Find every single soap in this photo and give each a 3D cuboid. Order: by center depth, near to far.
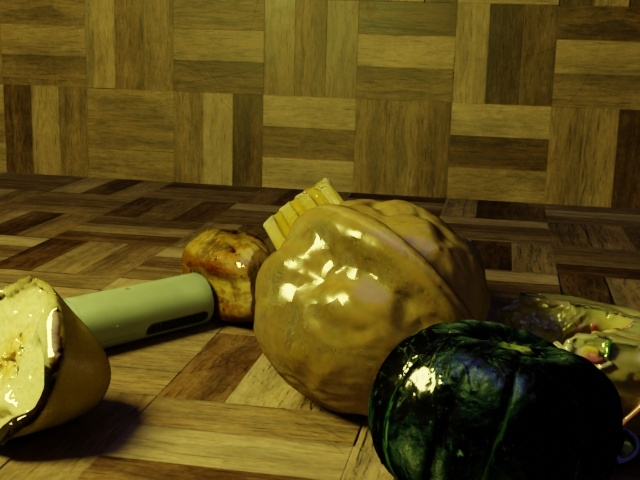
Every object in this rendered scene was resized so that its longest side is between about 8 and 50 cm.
[{"bbox_3d":[0.000,0.000,1.898,0.173,0.089,0.274,-39,33,5],"label":"soap"}]

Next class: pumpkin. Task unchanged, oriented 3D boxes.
[{"bbox_3d":[0.203,0.230,1.164,0.315,0.238,0.315,19,10,-4],"label":"pumpkin"}]

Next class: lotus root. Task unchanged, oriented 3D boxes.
[{"bbox_3d":[-0.170,0.066,1.964,0.193,0.193,0.291,-8,15,-35],"label":"lotus root"}]

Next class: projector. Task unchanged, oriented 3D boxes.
[{"bbox_3d":[-0.356,0.135,1.788,0.108,0.108,0.338,14,17,43],"label":"projector"}]

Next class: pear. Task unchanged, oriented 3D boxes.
[{"bbox_3d":[-0.395,0.188,1.422,0.178,0.266,0.267,23,-5,-42],"label":"pear"}]

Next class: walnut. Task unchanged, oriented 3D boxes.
[{"bbox_3d":[0.079,0.107,1.519,0.384,0.383,0.383,1,13,0],"label":"walnut"}]

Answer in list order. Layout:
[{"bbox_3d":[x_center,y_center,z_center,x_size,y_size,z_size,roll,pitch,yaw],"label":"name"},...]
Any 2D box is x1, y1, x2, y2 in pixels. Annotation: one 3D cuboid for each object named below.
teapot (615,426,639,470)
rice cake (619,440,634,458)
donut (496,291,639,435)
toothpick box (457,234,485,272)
[{"bbox_3d":[0.340,0.274,1.311,0.177,0.087,0.096,7,48,28],"label":"teapot"},{"bbox_3d":[0.369,0.282,1.398,0.033,0.029,0.171,-19,22,-42],"label":"rice cake"},{"bbox_3d":[0.449,0.188,1.496,0.307,0.150,0.371,7,8,-6],"label":"donut"},{"bbox_3d":[0.157,0.056,1.936,0.229,0.229,0.316,-7,15,-35],"label":"toothpick box"}]
